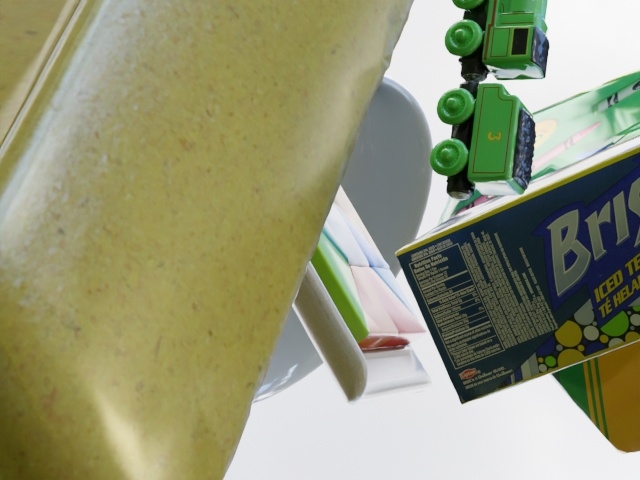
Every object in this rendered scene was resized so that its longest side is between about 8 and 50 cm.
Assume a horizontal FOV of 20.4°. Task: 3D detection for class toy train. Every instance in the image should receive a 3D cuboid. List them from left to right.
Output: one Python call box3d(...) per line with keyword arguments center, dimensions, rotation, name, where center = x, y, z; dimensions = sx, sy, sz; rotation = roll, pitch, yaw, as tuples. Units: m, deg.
box3d(center=(0.042, -0.049, 0.416), dimensions=(0.024, 0.017, 0.083), rotation=(1, -107, 26), name="toy train")

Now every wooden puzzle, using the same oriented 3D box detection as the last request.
box3d(center=(0.000, 0.000, 1.146), dimensions=(0.044, 0.239, 0.221), rotation=(-32, -100, 8), name="wooden puzzle")

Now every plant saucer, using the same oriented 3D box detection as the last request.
box3d(center=(-0.148, -0.074, 0.565), dimensions=(0.333, 0.332, 0.081), rotation=(7, -35, 22), name="plant saucer")

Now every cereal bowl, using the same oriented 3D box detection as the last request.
box3d(center=(-0.065, -0.026, 1.573), dimensions=(0.141, 0.339, 0.339), rotation=(38, -48, 35), name="cereal bowl")

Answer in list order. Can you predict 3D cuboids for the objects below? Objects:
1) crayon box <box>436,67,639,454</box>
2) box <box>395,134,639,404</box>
box3d(center=(0.213, -0.011, 0.810), dimensions=(0.278, 0.081, 0.165), rotation=(-22, -60, 38), name="crayon box")
box3d(center=(0.111, -0.009, 0.524), dimensions=(0.169, 0.059, 0.054), rotation=(-23, -88, 29), name="box")
